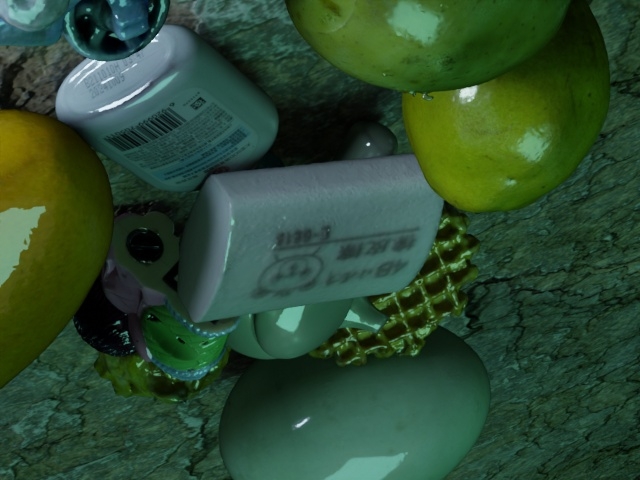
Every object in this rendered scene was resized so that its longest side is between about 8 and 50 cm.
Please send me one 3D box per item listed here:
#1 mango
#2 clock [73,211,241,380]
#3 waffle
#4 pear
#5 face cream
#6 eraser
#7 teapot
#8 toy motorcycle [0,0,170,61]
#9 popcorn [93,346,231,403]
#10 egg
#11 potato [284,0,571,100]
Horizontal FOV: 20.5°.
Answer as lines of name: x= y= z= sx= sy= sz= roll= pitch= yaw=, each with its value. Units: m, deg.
mango: x=-0.378 y=0.031 z=1.715 sx=0.446 sy=0.232 sz=0.300 roll=-40 pitch=144 yaw=27
clock: x=-0.194 y=0.080 z=2.035 sx=0.100 sy=0.194 sz=0.195 roll=-47 pitch=179 yaw=-37
waffle: x=0.085 y=0.050 z=2.263 sx=0.249 sy=0.056 sz=0.253 roll=1 pitch=121 yaw=-26
pear: x=0.191 y=-0.153 z=1.831 sx=0.212 sy=0.212 sz=0.269 roll=-1 pitch=115 yaw=-39
face cream: x=-0.126 y=-0.112 z=1.807 sx=0.163 sy=0.080 sz=0.337 roll=-28 pitch=156 yaw=14
eraser: x=-0.010 y=-0.005 z=1.906 sx=0.270 sy=0.095 sz=0.174 roll=-8 pitch=136 yaw=-32
teapot: x=-0.031 y=0.006 z=2.064 sx=0.220 sy=0.149 sz=0.318 roll=-21 pitch=132 yaw=-26
toy motorcycle: x=-0.226 y=-0.243 z=1.325 sx=0.319 sy=0.182 sz=0.241 roll=0 pitch=148 yaw=-37
popcorn: x=-0.197 y=0.135 z=2.215 sx=0.173 sy=0.142 sz=0.173 roll=-27 pitch=-179 yaw=0
egg: x=0.048 y=0.241 z=2.449 sx=0.389 sy=0.276 sz=0.276 roll=-14 pitch=155 yaw=-13
potato: x=0.101 y=-0.236 z=1.597 sx=0.304 sy=0.215 sz=0.216 roll=-11 pitch=156 yaw=-45
